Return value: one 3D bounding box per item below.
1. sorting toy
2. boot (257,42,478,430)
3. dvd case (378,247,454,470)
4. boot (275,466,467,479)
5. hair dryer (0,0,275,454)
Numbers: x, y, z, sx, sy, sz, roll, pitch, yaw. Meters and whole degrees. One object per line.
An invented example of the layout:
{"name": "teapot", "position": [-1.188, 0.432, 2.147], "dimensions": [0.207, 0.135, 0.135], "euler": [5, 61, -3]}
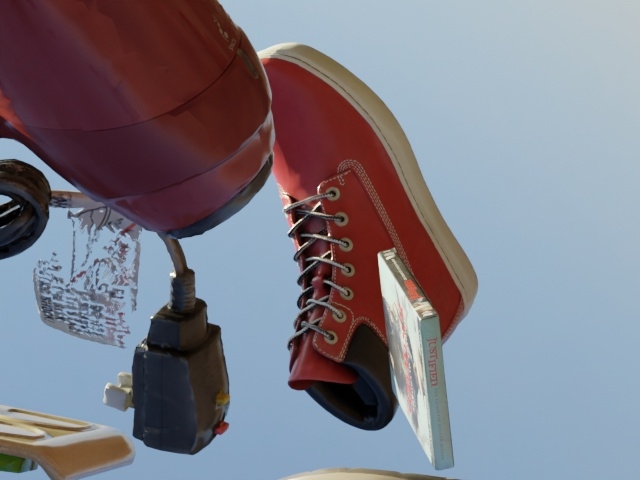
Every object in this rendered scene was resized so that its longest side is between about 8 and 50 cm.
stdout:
{"name": "sorting toy", "position": [-0.282, 0.143, 1.363], "dimensions": [0.229, 0.041, 0.307], "euler": [14, 180, 10]}
{"name": "boot", "position": [0.000, 0.000, 1.234], "dimensions": [0.244, 0.088, 0.176], "euler": [56, -137, -15]}
{"name": "dvd case", "position": [0.051, 0.062, 1.007], "dimensions": [0.013, 0.087, 0.119], "euler": [-9, -162, -8]}
{"name": "boot", "position": [0.087, 0.317, 1.283], "dimensions": [0.377, 0.284, 0.138], "euler": [4, 159, 28]}
{"name": "hair dryer", "position": [-0.128, -0.035, 0.639], "dimensions": [0.224, 0.293, 0.080], "euler": [7, -147, -3]}
